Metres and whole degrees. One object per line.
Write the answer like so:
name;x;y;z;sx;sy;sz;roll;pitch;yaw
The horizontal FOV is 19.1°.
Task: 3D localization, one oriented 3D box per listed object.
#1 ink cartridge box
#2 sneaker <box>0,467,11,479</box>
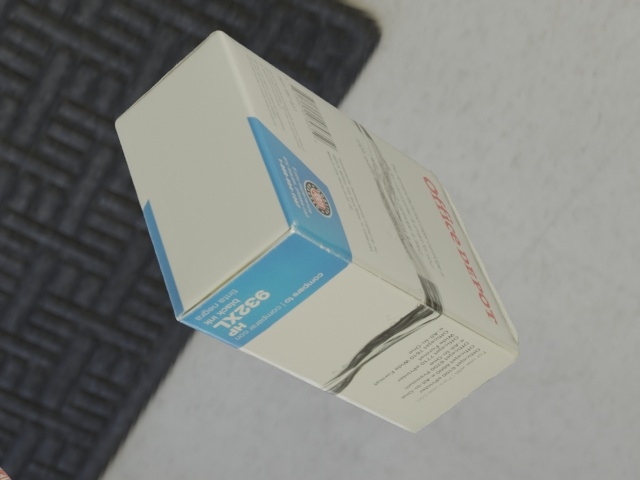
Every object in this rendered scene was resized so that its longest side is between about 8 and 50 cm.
ink cartridge box;0.000;0.000;1.557;0.129;0.223;0.307;-39;138;20
sneaker;-0.323;0.317;1.483;0.148;0.131;0.350;27;111;18
